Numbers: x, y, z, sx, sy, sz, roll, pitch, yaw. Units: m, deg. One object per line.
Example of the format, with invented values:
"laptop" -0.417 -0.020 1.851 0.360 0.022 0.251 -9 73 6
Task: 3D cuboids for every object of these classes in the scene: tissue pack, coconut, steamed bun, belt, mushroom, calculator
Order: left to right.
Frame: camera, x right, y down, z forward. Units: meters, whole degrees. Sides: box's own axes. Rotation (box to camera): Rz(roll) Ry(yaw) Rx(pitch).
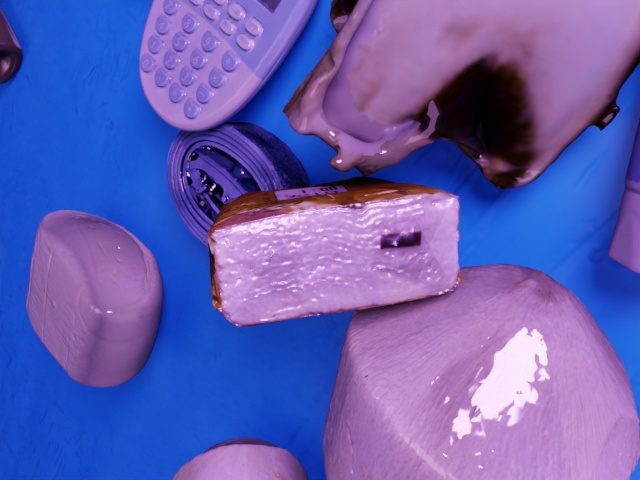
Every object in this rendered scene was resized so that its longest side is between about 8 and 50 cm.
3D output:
"steamed bun" -0.321 0.075 0.883 0.250 0.154 0.200 39 122 31
"calculator" -0.093 -0.254 0.635 0.188 0.042 0.303 47 110 22
"coconut" -0.101 0.370 0.746 0.202 0.222 0.202 -3 125 -4
"belt" -0.090 -0.057 0.702 0.190 0.082 0.141 41 116 21
"tissue pack" 0.000 0.000 0.521 0.183 0.226 0.092 -7 101 -6
"coconut" 0.125 0.137 0.492 0.237 0.237 0.266 30 120 28
"mushroom" 0.121 -0.181 0.475 0.217 0.212 0.292 20 117 -14

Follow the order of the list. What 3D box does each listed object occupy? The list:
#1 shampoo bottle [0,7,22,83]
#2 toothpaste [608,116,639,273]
"shampoo bottle" -0.612 -0.432 1.002 0.125 0.084 0.350 -35 81 42
"toothpaste" 0.280 -0.154 0.392 0.125 0.080 0.371 23 110 36
